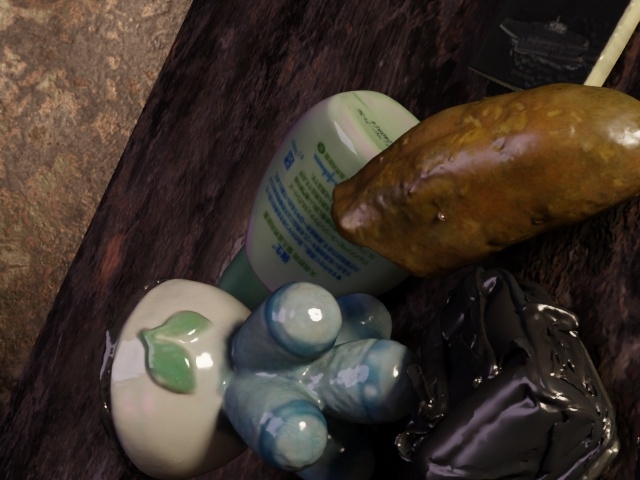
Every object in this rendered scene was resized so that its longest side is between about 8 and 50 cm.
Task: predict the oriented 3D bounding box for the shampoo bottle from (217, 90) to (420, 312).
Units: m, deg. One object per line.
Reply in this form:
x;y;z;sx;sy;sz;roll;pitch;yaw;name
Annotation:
0.000;0.000;1.446;0.222;0.151;0.349;48;124;17;shampoo bottle

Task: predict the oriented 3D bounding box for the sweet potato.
0.178;-0.067;1.151;0.369;0.158;0.158;-23;44;32;sweet potato

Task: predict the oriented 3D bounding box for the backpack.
0.154;0.130;1.098;0.206;0.133;0.258;-49;22;23;backpack

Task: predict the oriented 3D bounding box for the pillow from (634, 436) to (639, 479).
0.287;0.202;0.836;0.208;0.055;0.141;-10;64;61;pillow

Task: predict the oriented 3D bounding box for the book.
0.310;-0.326;1.327;0.374;0.028;0.262;-61;23;7;book

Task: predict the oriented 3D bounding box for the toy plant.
-0.042;0.152;1.303;0.332;0.247;0.247;0;62;29;toy plant
